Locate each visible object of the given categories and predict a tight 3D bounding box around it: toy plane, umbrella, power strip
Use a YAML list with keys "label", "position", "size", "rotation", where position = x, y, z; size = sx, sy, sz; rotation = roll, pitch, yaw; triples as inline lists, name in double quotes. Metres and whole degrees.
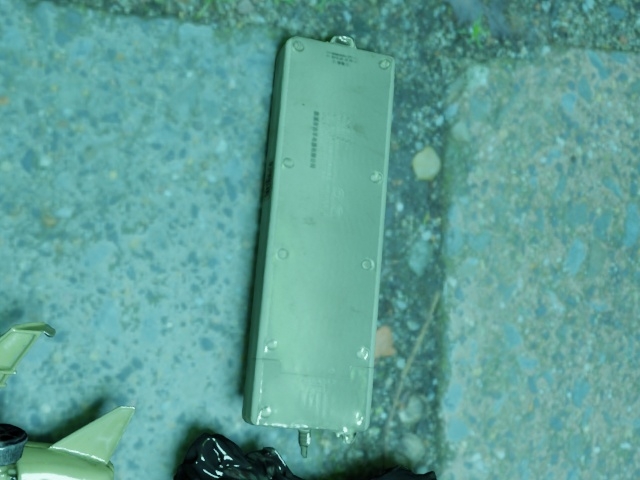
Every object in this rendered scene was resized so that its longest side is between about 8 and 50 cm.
- label: "toy plane"
  position: [-0.278, 0.177, 0.616]
  size: [0.256, 0.104, 0.242]
  rotation: [3, 104, -23]
- label: "umbrella"
  position: [0.004, 0.245, 0.694]
  size: [0.272, 0.110, 0.122]
  rotation: [15, 77, -19]
- label: "power strip"
  position: [0.000, 0.000, 0.700]
  size: [0.106, 0.043, 0.367]
  rotation: [8, 79, -16]
